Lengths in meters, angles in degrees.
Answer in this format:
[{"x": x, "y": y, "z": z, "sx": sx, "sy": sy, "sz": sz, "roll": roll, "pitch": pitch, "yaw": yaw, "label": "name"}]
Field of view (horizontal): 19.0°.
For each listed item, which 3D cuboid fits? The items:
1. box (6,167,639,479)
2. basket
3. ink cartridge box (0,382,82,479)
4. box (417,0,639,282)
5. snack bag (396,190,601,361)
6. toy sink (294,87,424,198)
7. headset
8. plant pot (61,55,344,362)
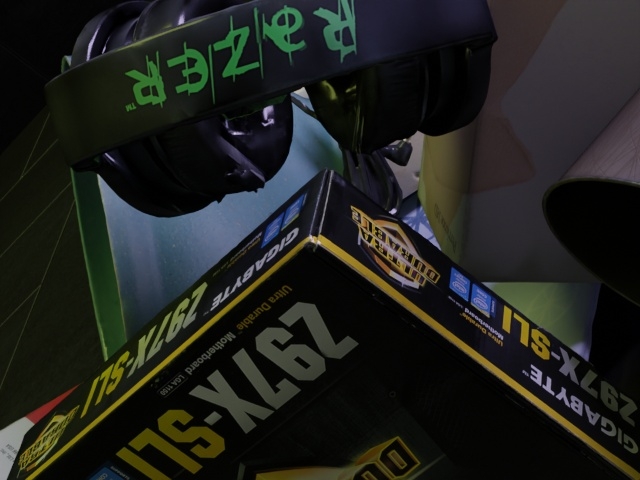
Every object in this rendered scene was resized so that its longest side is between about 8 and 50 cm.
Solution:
[{"x": -0.004, "y": 0.135, "z": 1.161, "sx": 0.322, "sy": 0.257, "sz": 0.079, "roll": -40, "pitch": 21, "yaw": 33, "label": "box"}, {"x": 0.264, "y": -0.070, "z": 1.070, "sx": 0.227, "sy": 0.154, "sz": 0.204, "roll": -53, "pitch": 28, "yaw": -15, "label": "basket"}, {"x": -0.218, "y": 0.251, "z": 1.399, "sx": 0.273, "sy": 0.114, "sz": 0.197, "roll": -29, "pitch": 45, "yaw": -31, "label": "ink cartridge box"}, {"x": 0.144, "y": -0.140, "z": 1.175, "sx": 0.148, "sy": 0.121, "sz": 0.311, "roll": -110, "pitch": 22, "yaw": -65, "label": "box"}, {"x": 0.104, "y": 0.036, "z": 1.388, "sx": 0.323, "sy": 0.037, "sz": 0.342, "roll": -29, "pitch": 29, "yaw": 37, "label": "snack bag"}, {"x": 0.029, "y": -0.113, "z": 1.585, "sx": 0.153, "sy": 0.131, "sz": 0.234, "roll": -32, "pitch": 18, "yaw": 22, "label": "toy sink"}, {"x": -0.010, "y": -0.075, "z": 1.111, "sx": 0.243, "sy": 0.185, "sz": 0.394, "roll": -17, "pitch": 3, "yaw": 8, "label": "headset"}, {"x": -0.067, "y": -0.003, "z": 1.386, "sx": 0.196, "sy": 0.293, "sz": 0.293, "roll": -10, "pitch": 14, "yaw": -10, "label": "plant pot"}]
